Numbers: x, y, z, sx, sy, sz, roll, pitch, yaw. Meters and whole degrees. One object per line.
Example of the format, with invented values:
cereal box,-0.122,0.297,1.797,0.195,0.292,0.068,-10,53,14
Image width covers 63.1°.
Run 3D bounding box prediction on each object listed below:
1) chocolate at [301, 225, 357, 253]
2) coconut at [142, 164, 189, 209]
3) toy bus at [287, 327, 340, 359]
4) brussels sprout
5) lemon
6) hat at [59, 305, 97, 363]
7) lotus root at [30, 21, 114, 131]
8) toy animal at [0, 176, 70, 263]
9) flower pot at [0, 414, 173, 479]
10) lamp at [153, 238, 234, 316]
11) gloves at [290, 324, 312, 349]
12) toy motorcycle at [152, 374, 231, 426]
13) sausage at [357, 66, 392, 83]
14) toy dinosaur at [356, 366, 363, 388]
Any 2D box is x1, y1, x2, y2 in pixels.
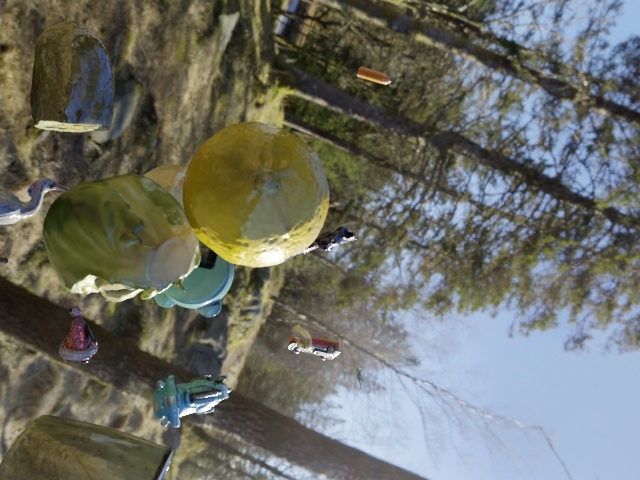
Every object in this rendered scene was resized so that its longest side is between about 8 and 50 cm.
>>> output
chocolate,0.003,-0.003,2.173,0.343,0.148,0.126,1,-103,47
coconut,-0.589,-0.110,2.106,0.404,0.405,0.404,-158,-90,-87
toy bus,-0.022,0.349,1.775,0.079,0.174,0.077,130,-27,-52
brussels sprout,-0.474,-0.003,1.236,0.276,0.371,0.314,-4,95,-62
lemon,-0.136,-0.096,1.110,0.336,0.336,0.336,-158,-90,-87
hat,-0.874,0.327,1.878,0.140,0.129,0.227,-130,-137,-56
lotus root,-0.809,-0.529,1.709,0.250,0.251,0.345,145,-57,-84
toy animal,-0.810,-0.079,1.343,0.324,0.195,0.090,-45,-146,-6
flower pot,-0.553,0.570,1.216,0.293,0.330,0.293,-156,-90,-88
lamp,-0.342,0.058,1.456,0.147,0.210,0.283,-121,-135,-81
gloves,-0.046,0.227,1.252,0.081,0.037,0.044,61,-26,31
toy motorcycle,-0.329,0.406,1.348,0.272,0.182,0.123,95,-15,-75
sausage,0.160,-0.475,1.509,0.031,0.107,0.031,-49,152,-38
toy dinosaur,0.157,0.563,2.154,0.062,0.021,0.083,-163,-94,-70
